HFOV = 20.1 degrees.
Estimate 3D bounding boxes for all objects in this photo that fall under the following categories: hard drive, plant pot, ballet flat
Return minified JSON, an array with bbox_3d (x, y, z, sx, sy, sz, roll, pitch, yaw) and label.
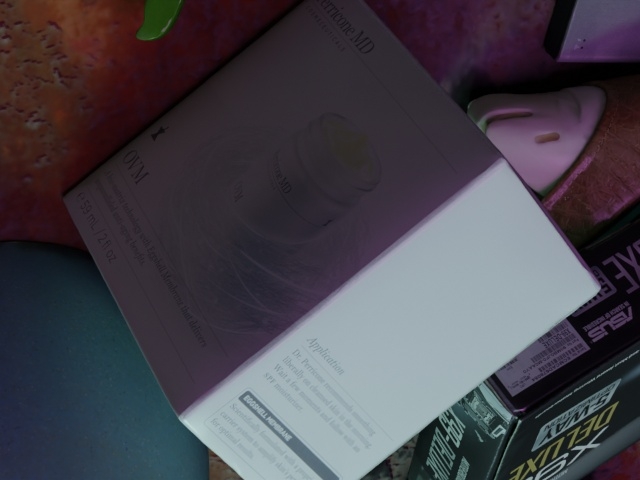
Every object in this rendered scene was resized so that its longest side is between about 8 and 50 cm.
[{"bbox_3d":[0.220,-0.162,1.190,0.135,0.022,0.094,-3,124,-26],"label":"hard drive"},{"bbox_3d":[-0.188,0.175,1.109,0.290,0.195,0.290,-14,129,-18],"label":"plant pot"},{"bbox_3d":[0.110,-0.017,1.198,0.342,0.116,0.124,-43,112,12],"label":"ballet flat"}]

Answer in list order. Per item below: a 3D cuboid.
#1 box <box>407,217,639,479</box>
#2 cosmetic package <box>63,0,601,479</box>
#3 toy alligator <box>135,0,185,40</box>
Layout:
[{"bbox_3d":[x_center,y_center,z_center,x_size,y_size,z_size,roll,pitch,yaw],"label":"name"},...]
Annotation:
[{"bbox_3d":[0.211,0.067,1.226,0.307,0.076,0.242,-29,156,-20],"label":"box"},{"bbox_3d":[0.000,0.000,1.058,0.225,0.224,0.138,-38,132,2],"label":"cosmetic package"},{"bbox_3d":[-0.048,-0.193,1.013,0.051,0.056,0.190,45,98,-1],"label":"toy alligator"}]
